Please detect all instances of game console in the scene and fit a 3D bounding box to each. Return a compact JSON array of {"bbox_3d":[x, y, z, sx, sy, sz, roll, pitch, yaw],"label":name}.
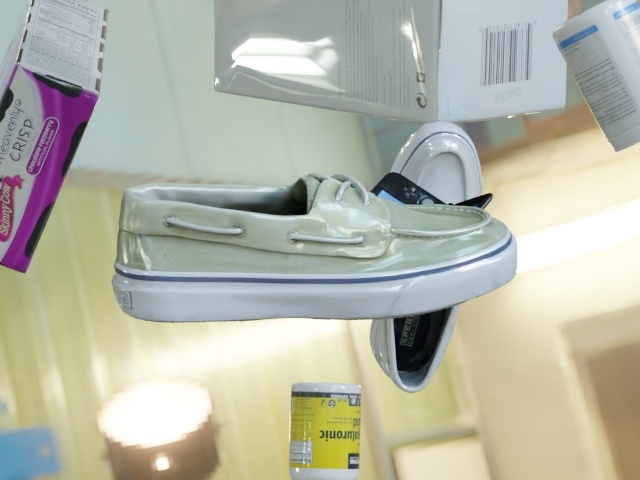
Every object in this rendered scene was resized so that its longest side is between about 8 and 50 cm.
[{"bbox_3d":[0.073,-0.013,1.735,0.122,0.107,0.071,-46,-19,-29],"label":"game console"}]

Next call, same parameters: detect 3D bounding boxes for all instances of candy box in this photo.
[{"bbox_3d":[-0.231,-0.095,1.567,0.071,0.159,0.233,21,19,-12],"label":"candy box"}]

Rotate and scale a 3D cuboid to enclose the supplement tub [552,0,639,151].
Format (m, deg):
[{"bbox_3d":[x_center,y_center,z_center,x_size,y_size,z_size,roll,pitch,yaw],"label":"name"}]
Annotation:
[{"bbox_3d":[0.230,-0.129,1.508,0.071,0.107,0.071,-27,1,1],"label":"supplement tub"}]

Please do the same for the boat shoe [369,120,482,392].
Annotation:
[{"bbox_3d":[0.106,0.019,1.852,0.095,0.258,0.084,1,20,-10],"label":"boat shoe"}]

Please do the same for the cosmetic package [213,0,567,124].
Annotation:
[{"bbox_3d":[0.073,-0.232,2.255,0.217,0.156,0.385,-11,17,-42],"label":"cosmetic package"}]

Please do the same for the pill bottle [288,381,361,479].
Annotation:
[{"bbox_3d":[0.004,0.187,1.783,0.065,0.116,0.065,2,-4,0],"label":"pill bottle"}]

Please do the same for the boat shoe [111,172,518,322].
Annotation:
[{"bbox_3d":[0.000,0.000,1.427,0.302,0.094,0.109,-5,21,-14],"label":"boat shoe"}]
